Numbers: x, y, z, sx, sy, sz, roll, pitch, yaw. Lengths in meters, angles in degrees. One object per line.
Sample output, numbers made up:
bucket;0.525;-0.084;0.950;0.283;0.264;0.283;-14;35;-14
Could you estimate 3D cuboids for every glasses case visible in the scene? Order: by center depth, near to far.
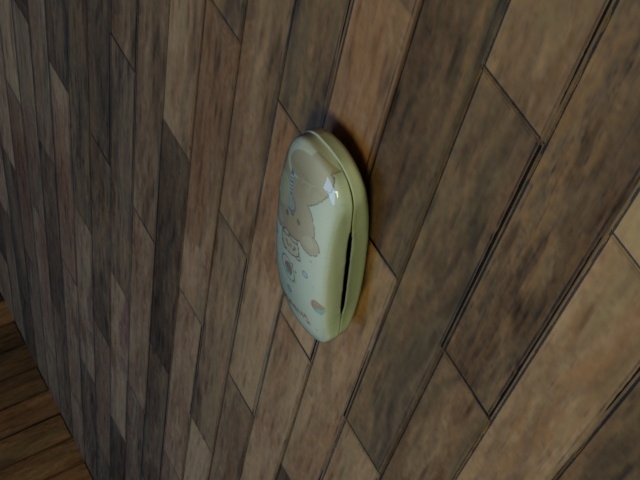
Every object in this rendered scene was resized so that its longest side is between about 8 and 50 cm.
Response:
glasses case;0.000;0.000;0.960;0.081;0.051;0.204;51;153;33
